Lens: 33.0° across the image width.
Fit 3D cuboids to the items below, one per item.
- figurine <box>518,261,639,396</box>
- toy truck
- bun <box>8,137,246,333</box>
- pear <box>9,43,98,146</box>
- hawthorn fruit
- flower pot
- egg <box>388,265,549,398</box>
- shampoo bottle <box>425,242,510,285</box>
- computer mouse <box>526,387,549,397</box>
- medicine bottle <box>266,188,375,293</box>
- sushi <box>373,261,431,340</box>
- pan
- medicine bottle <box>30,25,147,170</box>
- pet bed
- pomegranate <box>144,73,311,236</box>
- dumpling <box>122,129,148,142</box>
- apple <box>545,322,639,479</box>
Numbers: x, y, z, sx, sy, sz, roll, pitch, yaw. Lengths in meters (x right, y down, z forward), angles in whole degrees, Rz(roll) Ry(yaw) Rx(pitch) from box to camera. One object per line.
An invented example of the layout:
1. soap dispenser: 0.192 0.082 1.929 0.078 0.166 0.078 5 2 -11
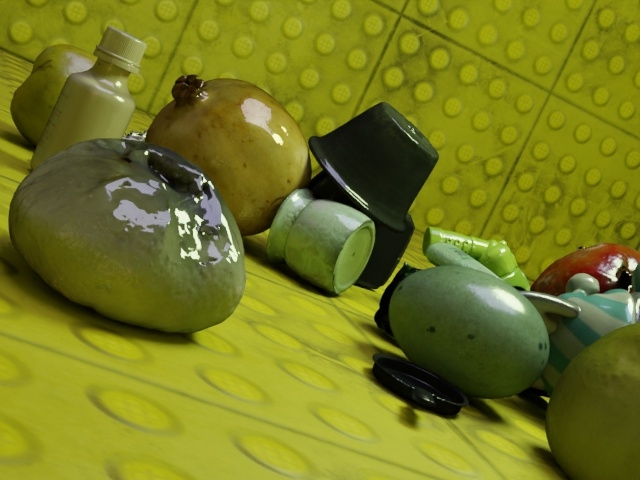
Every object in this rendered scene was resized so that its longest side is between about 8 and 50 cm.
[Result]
1. figurine: 0.454 0.119 1.618 0.377 0.361 0.266 25 -31 -26
2. toy truck: 0.283 0.070 1.962 0.187 0.211 0.148 -7 8 -4
3. bun: -0.201 -0.015 1.152 0.272 0.168 0.273 27 14 -7
4. pear: -0.435 -0.234 1.882 0.200 0.200 0.200 25 7 -3
5. hawthorn fruit: 0.510 0.158 1.943 0.316 0.316 0.316 25 7 -3
6. flower pot: 0.108 -0.144 1.879 0.235 0.148 0.235 40 16 -14
7. egg: 0.204 0.125 1.503 0.236 0.169 0.169 31 9 26
8. shampoo bottle: 0.231 0.051 1.650 0.069 0.041 0.190 18 10 -26
9. computer mouse: 0.328 0.216 1.785 0.102 0.045 0.199 24 7 -19
10. medicine bottle: 0.000 0.000 1.814 0.143 0.147 0.147 26 7 23
11. sushi: 0.197 0.120 1.704 0.225 0.127 0.124 23 7 -34
12. pan: 0.121 0.186 1.332 0.136 0.028 0.235 25 4 4
13. medicine bottle: -0.346 -0.201 1.651 0.114 0.252 0.114 25 8 -4
14. pet bed: 0.047 -0.029 2.050 0.211 0.183 0.159 19 14 -39
15. pomegranate: -0.155 -0.141 1.876 0.307 0.307 0.307 25 7 -3
16. dumpling: -0.268 -0.136 2.152 0.332 0.086 0.166 23 40 -21
17. apple: 0.443 0.222 1.360 0.295 0.233 0.258 21 11 -38
